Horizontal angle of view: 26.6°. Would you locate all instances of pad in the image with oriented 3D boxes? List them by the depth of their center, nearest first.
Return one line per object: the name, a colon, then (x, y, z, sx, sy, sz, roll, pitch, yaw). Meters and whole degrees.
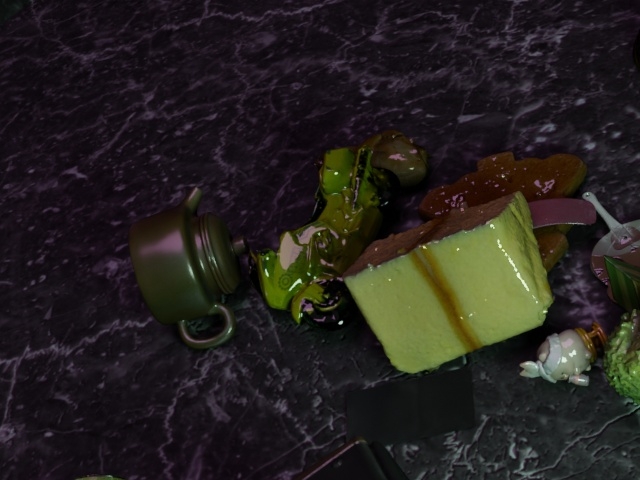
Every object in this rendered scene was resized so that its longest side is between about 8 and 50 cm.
pad: (0.128, 0.243, 1.945, 0.193, 0.004, 0.116, -14, 41, 14)

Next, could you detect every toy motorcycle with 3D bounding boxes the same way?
toy motorcycle: (0.000, 0.002, 2.183, 0.206, 0.142, 0.342, 12, 55, 14)

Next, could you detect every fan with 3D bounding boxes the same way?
fan: (0.455, -0.003, 2.016, 0.152, 0.008, 0.227, -29, 48, -2)

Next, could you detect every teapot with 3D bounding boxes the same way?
teapot: (-0.199, 0.044, 2.210, 0.175, 0.185, 0.268, -18, 78, 9)

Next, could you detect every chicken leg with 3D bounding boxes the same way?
chicken leg: (0.093, -0.140, 2.333, 0.227, 0.088, 0.103, 5, 58, 41)

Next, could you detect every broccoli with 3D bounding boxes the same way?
broccoli: (0.526, 0.100, 1.748, 0.254, 0.186, 0.302, 14, 59, 47)

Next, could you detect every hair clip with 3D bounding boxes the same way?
hair clip: (0.349, -0.038, 2.060, 0.137, 0.022, 0.054, -7, 49, 16)

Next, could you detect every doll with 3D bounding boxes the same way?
doll: (0.339, 0.168, 1.869, 0.127, 0.073, 0.084, -26, 71, -3)

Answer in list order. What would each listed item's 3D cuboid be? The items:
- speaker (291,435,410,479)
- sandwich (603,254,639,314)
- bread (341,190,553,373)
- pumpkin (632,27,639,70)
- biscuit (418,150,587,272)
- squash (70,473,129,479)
speaker: (0.060, 0.386, 1.614, 0.192, 0.231, 0.153, -36, 26, 0)
sandwich: (0.451, 0.050, 1.890, 0.074, 0.116, 0.074, -36, 48, -8)
bread: (0.203, 0.052, 2.014, 0.263, 0.198, 0.236, -22, 14, 18)
pumpkin: (0.574, -0.342, 2.225, 0.111, 0.163, 0.278, -23, 38, 2)
biscuit: (0.290, -0.024, 2.121, 0.278, 0.043, 0.301, -12, 44, 13)
squash: (-0.316, 0.415, 1.946, 0.105, 0.105, 0.132, -13, 60, 16)
